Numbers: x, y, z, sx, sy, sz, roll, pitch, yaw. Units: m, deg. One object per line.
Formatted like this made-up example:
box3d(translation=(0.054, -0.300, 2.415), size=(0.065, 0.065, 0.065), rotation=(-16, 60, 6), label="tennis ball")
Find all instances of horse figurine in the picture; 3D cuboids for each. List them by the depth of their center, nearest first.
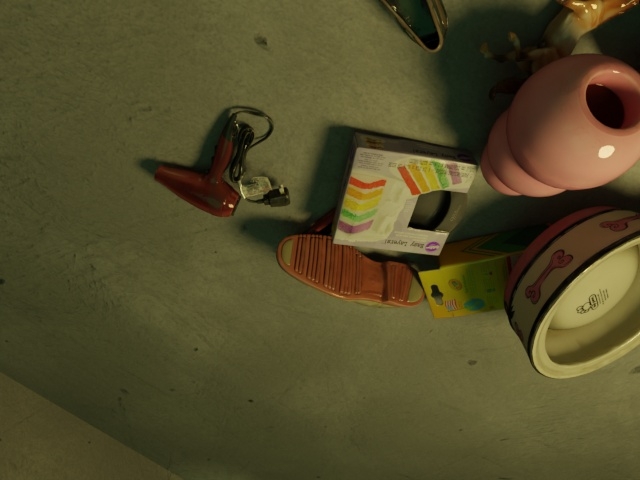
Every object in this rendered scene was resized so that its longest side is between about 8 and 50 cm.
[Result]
box3d(translation=(0.378, -0.338, 0.767), size=(0.175, 0.066, 0.263), rotation=(14, 127, -31), label="horse figurine")

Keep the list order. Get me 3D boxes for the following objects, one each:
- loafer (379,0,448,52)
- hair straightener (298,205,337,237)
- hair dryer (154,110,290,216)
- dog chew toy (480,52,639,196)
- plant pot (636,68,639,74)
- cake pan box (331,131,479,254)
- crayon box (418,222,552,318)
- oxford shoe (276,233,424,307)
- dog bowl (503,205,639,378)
box3d(translation=(0.117, -0.406, 0.726), size=(0.096, 0.084, 0.267), rotation=(-31, 124, 30), label="loafer")
box3d(translation=(0.000, 0.000, 1.148), size=(0.230, 0.047, 0.089), rotation=(-36, 122, 26), label="hair straightener")
box3d(translation=(-0.219, -0.156, 1.027), size=(0.294, 0.080, 0.223), rotation=(-11, 116, 9), label="hair dryer")
box3d(translation=(0.388, -0.169, 0.815), size=(0.207, 0.206, 0.332), rotation=(11, 170, -4), label="dog chew toy")
box3d(translation=(0.672, -0.261, 0.707), size=(0.272, 0.272, 0.265), rotation=(30, 121, -21), label="plant pot")
box3d(translation=(0.173, -0.088, 1.010), size=(0.267, 0.070, 0.245), rotation=(8, 130, -10), label="cake pan box")
box3d(translation=(0.414, 0.083, 1.166), size=(0.319, 0.081, 0.202), rotation=(-12, 132, 16), label="crayon box")
box3d(translation=(0.058, 0.096, 1.158), size=(0.397, 0.140, 0.146), rotation=(21, 154, -22), label="oxford shoe")
box3d(translation=(0.584, 0.104, 1.025), size=(0.408, 0.150, 0.407), rotation=(-12, 128, -15), label="dog bowl")
